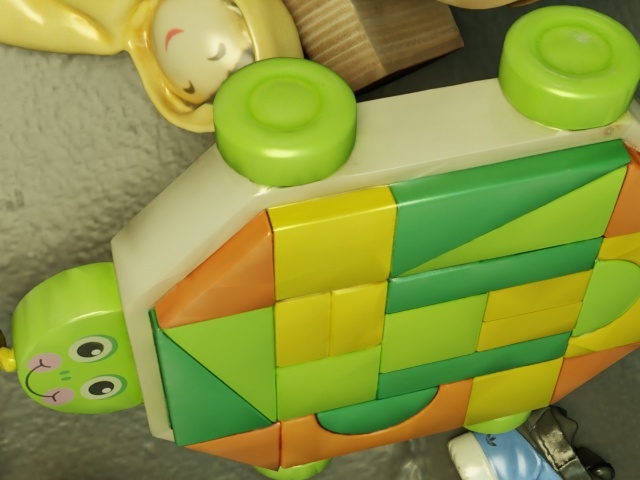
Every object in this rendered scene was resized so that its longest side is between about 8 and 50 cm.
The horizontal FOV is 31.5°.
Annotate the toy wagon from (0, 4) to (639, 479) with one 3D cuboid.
[{"bbox_3d":[0.005,0.030,0.529,0.345,0.068,0.267,-12,143,-10],"label":"toy wagon"}]

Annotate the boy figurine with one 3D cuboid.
[{"bbox_3d":[-0.122,-0.155,0.540,0.177,0.092,0.285,-39,100,22],"label":"boy figurine"}]

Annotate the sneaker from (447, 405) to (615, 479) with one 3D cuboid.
[{"bbox_3d":[0.142,0.168,0.662,0.085,0.058,0.152,-25,95,0],"label":"sneaker"}]

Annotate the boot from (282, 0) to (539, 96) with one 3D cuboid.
[{"bbox_3d":[0.055,-0.205,0.504,0.109,0.283,0.220,-26,94,-37],"label":"boot"}]
